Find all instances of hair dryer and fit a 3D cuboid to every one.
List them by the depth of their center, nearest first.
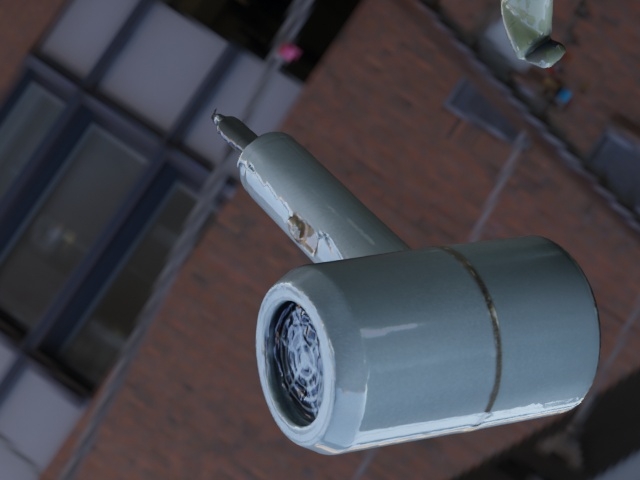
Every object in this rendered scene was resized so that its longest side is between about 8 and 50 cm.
[{"bbox_3d":[0.000,0.000,1.009,0.173,0.107,0.357,-5,-151,-29],"label":"hair dryer"}]

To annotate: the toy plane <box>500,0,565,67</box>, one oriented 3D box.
[{"bbox_3d":[0.084,-0.160,0.478,0.256,0.104,0.242,60,151,12],"label":"toy plane"}]
